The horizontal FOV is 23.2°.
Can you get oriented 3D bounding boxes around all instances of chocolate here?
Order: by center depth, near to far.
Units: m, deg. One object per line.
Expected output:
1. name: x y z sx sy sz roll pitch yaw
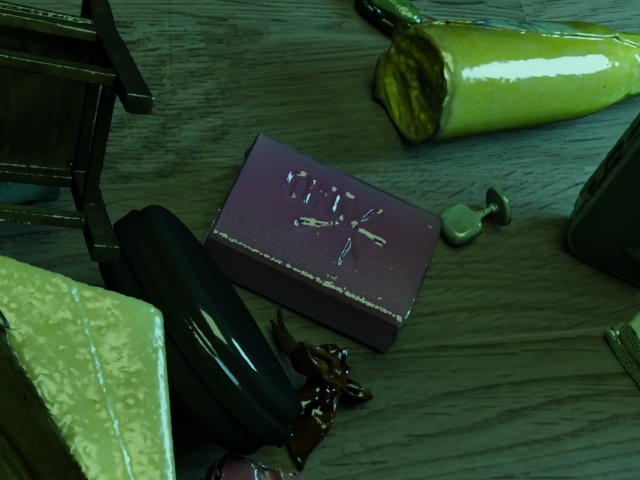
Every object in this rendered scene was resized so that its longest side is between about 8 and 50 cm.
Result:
1. chocolate: 0.296 -0.233 2.102 0.446 0.162 0.162 -9 62 -30

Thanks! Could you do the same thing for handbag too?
1. handbag: -0.129 0.097 1.649 0.093 0.254 0.308 -35 45 2
2. handbag: 0.101 -0.318 2.135 0.111 0.047 0.072 40 54 10

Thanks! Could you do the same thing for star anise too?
1. star anise: -0.027 0.149 1.764 0.144 0.158 0.140 15 34 31

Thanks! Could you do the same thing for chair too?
1. chair: -0.333 -0.156 1.615 0.241 0.203 0.416 5 23 -18

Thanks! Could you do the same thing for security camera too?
1. security camera: 0.193 -0.028 1.984 0.092 0.058 0.058 -21 67 -18

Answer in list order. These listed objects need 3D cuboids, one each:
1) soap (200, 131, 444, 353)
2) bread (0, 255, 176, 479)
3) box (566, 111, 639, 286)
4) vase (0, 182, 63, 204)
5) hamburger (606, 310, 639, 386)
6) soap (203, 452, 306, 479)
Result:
1. soap: 0.001 -0.001 1.862 0.259 0.081 0.181 27 52 -3
2. bread: -0.289 0.202 1.474 0.242 0.346 0.404 11 61 -22
3. box: 0.550 -0.046 1.911 0.397 0.396 0.111 24 49 -4
4. vase: -0.398 -0.057 1.740 0.219 0.096 0.096 -17 65 -33
5. hamburger: 0.426 0.143 1.956 0.084 0.054 0.121 -18 69 -35
6. soap: -0.060 0.342 1.599 0.162 0.099 0.250 -8 62 -25
